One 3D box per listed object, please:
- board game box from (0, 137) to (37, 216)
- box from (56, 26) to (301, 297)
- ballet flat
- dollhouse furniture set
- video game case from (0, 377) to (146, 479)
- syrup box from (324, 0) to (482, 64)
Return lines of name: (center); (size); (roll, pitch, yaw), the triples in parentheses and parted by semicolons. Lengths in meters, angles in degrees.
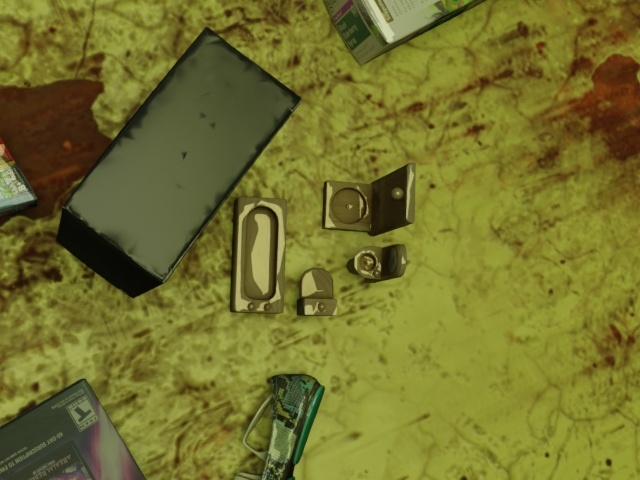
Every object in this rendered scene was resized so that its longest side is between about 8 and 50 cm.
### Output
board game box: (-0.392, -0.070, 0.950); (0.194, 0.060, 0.194); (-32, 93, -17)
box: (-0.135, -0.054, 0.914); (0.103, 0.261, 0.184); (35, 76, -9)
ballet flat: (-0.050, 0.219, 1.021); (0.070, 0.070, 0.189); (19, 78, -13)
dollhouse furniture set: (0.000, 0.000, 1.016); (0.151, 0.123, 0.144); (4, 83, -15)
video game case: (-0.228, 0.268, 0.896); (0.196, 0.026, 0.274); (-31, 54, -15)
syrup box: (0.128, -0.281, 1.095); (0.236, 0.093, 0.096); (-31, 93, -16)
